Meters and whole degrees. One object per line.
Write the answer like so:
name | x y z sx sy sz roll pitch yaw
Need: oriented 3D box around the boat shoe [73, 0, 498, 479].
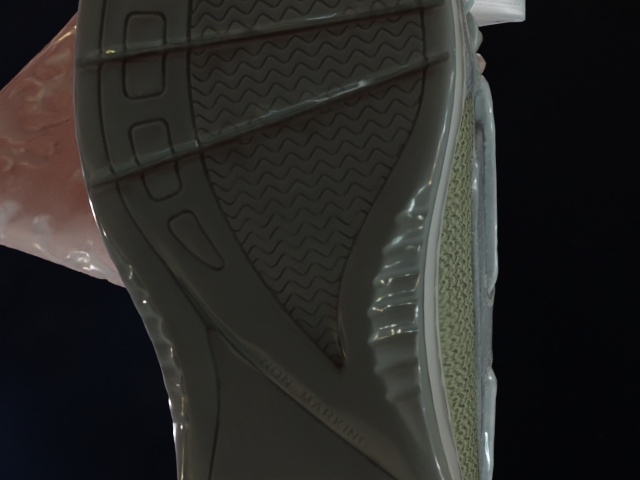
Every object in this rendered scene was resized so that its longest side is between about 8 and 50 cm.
boat shoe | 0.003 0.001 0.444 0.118 0.320 0.103 -8 -172 16

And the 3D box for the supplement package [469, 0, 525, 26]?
supplement package | 0.032 -0.271 1.303 0.204 0.145 0.262 -2 -178 -36

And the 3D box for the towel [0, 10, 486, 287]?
towel | -0.078 -0.086 1.023 0.332 0.053 0.317 17 -127 18
